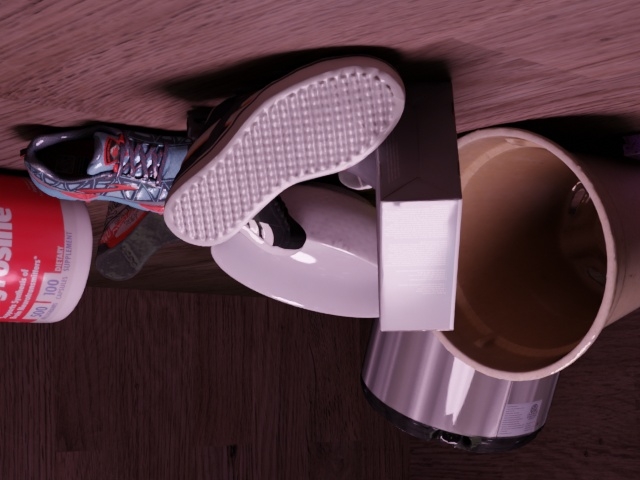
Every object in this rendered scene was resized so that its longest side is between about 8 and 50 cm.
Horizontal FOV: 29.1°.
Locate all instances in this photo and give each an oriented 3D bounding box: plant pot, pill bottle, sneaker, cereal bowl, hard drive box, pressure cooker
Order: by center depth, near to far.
[{"bbox_3d":[-0.044,-0.123,1.350,0.321,0.127,0.126,-30,119,28],"label":"sneaker"},{"bbox_3d":[0.107,-0.036,1.401,0.089,0.181,0.232,-1,141,2],"label":"hard drive box"},{"bbox_3d":[-0.258,-0.094,1.592,0.262,0.104,0.125,-1,171,1],"label":"sneaker"},{"bbox_3d":[0.342,0.004,1.711,0.305,0.333,0.334,-8,180,-45],"label":"plant pot"},{"bbox_3d":[-0.069,-0.059,1.740,0.121,0.079,0.217,-38,134,25],"label":"sneaker"},{"bbox_3d":[0.095,-0.101,1.754,0.152,0.053,0.061,-6,173,35],"label":"sneaker"},{"bbox_3d":[-0.568,0.004,1.835,0.408,0.229,0.229,5,171,-37],"label":"pill bottle"},{"bbox_3d":[-0.238,-0.057,1.876,0.270,0.145,0.090,-32,127,31],"label":"sneaker"},{"bbox_3d":[0.000,0.000,2.014,0.339,0.141,0.339,13,160,5],"label":"cereal bowl"},{"bbox_3d":[0.288,0.128,2.255,0.375,0.420,0.370,17,-160,13],"label":"pressure cooker"}]

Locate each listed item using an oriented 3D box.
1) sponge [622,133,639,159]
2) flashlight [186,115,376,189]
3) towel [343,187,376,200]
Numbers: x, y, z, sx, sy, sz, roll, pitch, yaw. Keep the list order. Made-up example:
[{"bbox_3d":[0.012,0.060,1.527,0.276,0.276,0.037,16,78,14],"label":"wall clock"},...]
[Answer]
[{"bbox_3d":[0.522,-0.130,1.637,0.210,0.031,0.117,-6,171,34],"label":"sponge"},{"bbox_3d":[-0.008,-0.099,1.524,0.304,0.103,0.103,-4,-153,-11],"label":"flashlight"},{"bbox_3d":[0.127,-0.090,1.977,0.102,0.021,0.237,0,174,-40],"label":"towel"}]
